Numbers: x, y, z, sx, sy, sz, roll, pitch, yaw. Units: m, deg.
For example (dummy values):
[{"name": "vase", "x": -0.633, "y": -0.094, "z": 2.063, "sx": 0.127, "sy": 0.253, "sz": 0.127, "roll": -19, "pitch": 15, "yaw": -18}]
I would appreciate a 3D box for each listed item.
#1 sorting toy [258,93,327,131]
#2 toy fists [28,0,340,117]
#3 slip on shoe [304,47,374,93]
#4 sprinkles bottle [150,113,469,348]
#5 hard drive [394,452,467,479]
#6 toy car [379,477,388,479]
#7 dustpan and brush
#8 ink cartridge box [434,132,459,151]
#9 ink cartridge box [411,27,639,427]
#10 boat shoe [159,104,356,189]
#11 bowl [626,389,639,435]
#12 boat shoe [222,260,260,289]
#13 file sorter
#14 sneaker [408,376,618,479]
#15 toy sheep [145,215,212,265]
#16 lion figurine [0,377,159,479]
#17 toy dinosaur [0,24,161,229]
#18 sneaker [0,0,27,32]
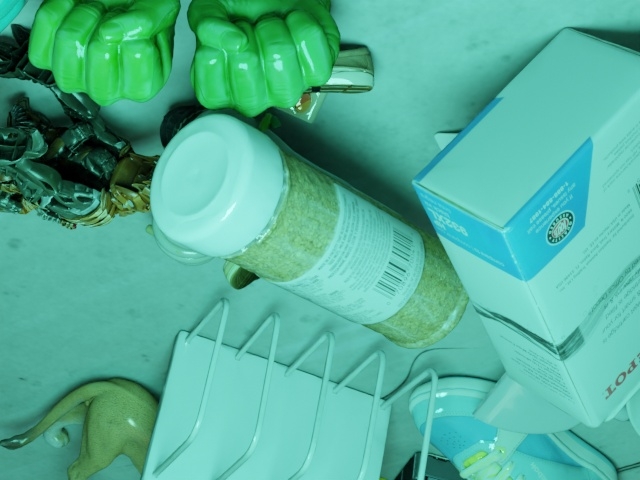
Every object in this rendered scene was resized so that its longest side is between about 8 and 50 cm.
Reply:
[{"name": "sorting toy", "x": -0.027, "y": -0.137, "z": 1.576, "sx": 0.062, "sy": 0.012, "sz": 0.083, "roll": 22, "pitch": 100, "yaw": -20}, {"name": "toy fists", "x": -0.122, "y": -0.185, "z": 1.469, "sx": 0.279, "sy": 0.142, "sz": 0.096, "roll": 6, "pitch": 140, "yaw": 1}, {"name": "slip on shoe", "x": -0.016, "y": -0.162, "z": 1.540, "sx": 0.135, "sy": 0.041, "sz": 0.051, "roll": -1, "pitch": 172, "yaw": -4}, {"name": "sprinkles bottle", "x": 0.000, "y": 0.000, "z": 1.543, "sx": 0.121, "sy": 0.121, "sz": 0.355, "roll": -23, "pitch": 147, "yaw": 31}, {"name": "hard drive", "x": 0.172, "y": 0.413, "z": 2.183, "sx": 0.237, "sy": 0.064, "sz": 0.339, "roll": 16, "pitch": 140, "yaw": -10}, {"name": "toy car", "x": 0.052, "y": 0.292, "z": 2.077, "sx": 0.122, "sy": 0.040, "sz": 0.060, "roll": 31, "pitch": 134, "yaw": -24}, {"name": "dustpan and brush", "x": 0.293, "y": 0.180, "z": 1.895, "sx": 0.211, "sy": 0.060, "sz": 0.147, "roll": 28, "pitch": 114, "yaw": -19}, {"name": "ink cartridge box", "x": 0.177, "y": -0.027, "z": 1.651, "sx": 0.104, "sy": 0.060, "sz": 0.180, "roll": 4, "pitch": 143, "yaw": 32}, {"name": "ink cartridge box", "x": 0.246, "y": -0.007, "z": 1.545, "sx": 0.129, "sy": 0.223, "sz": 0.307, "roll": 29, "pitch": 158, "yaw": 43}, {"name": "boat shoe", "x": -0.040, "y": -0.040, "z": 1.666, "sx": 0.302, "sy": 0.114, "sz": 0.091, "roll": 47, "pitch": 166, "yaw": -33}, {"name": "bowl", "x": 0.473, "y": 0.120, "z": 1.739, "sx": 0.298, "sy": 0.134, "sz": 0.298, "roll": 5, "pitch": 139, "yaw": 4}, {"name": "boat shoe", "x": -0.080, "y": 0.018, "z": 1.722, "sx": 0.045, "sy": 0.135, "sz": 0.050, "roll": 40, "pitch": 101, "yaw": 9}, {"name": "file sorter", "x": -0.031, "y": 0.204, "z": 1.849, "sx": 0.277, "sy": 0.193, "sz": 0.173, "roll": 20, "pitch": 148, "yaw": -14}, {"name": "sneaker", "x": 0.231, "y": 0.305, "z": 1.936, "sx": 0.319, "sy": 0.208, "sz": 0.127, "roll": 31, "pitch": 135, "yaw": -23}, {"name": "toy sheep", "x": -0.137, "y": -0.017, "z": 1.716, "sx": 0.091, "sy": 0.091, "sz": 0.132, "roll": 8, "pitch": 153, "yaw": -1}, {"name": "lion figurine", "x": -0.181, "y": 0.262, "z": 2.008, "sx": 0.392, "sy": 0.142, "sz": 0.240, "roll": 23, "pitch": 130, "yaw": -11}, {"name": "toy dinosaur", "x": -0.246, "y": -0.086, "z": 1.607, "sx": 0.322, "sy": 0.164, "sz": 0.218, "roll": -16, "pitch": 141, "yaw": 22}, {"name": "sneaker", "x": -0.386, "y": -0.226, "z": 1.487, "sx": 0.295, "sy": 0.124, "sz": 0.178, "roll": -9, "pitch": 127, "yaw": 17}]
